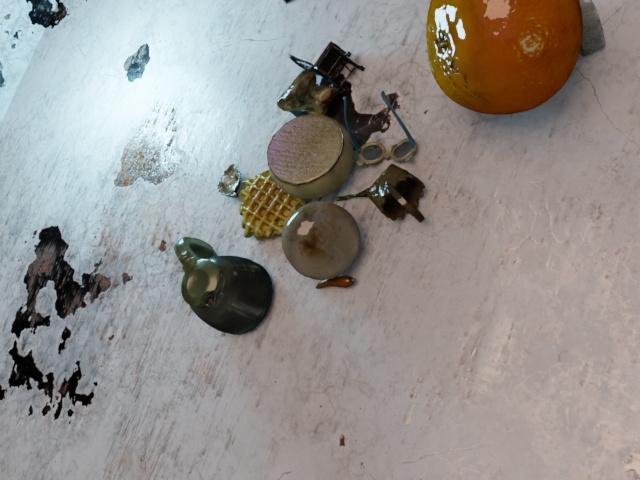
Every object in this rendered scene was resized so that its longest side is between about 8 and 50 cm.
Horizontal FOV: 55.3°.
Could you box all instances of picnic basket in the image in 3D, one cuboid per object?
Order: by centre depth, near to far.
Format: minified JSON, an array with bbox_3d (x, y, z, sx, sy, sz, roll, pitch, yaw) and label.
[{"bbox_3d":[0.226,-0.116,1.677,0.137,0.128,0.178,-49,38,11],"label":"picnic basket"}]

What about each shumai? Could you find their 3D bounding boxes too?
[{"bbox_3d":[-0.041,-0.460,1.961,0.153,0.209,0.161,33,86,-9],"label":"shumai"}]

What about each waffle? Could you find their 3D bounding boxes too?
[{"bbox_3d":[-0.154,-0.123,1.958,0.261,0.056,0.249,-19,65,23],"label":"waffle"}]

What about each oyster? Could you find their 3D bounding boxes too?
[{"bbox_3d":[-0.302,-0.190,2.071,0.103,0.051,0.148,-34,39,23],"label":"oyster"}]

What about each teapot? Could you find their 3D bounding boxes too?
[{"bbox_3d":[-0.303,0.111,1.855,0.240,0.239,0.321,-19,63,23],"label":"teapot"}]

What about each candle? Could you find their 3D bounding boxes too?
[{"bbox_3d":[0.667,-0.559,1.564,0.068,0.192,0.168,-25,106,21],"label":"candle"}]

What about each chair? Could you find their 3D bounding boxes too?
[{"bbox_3d":[0.014,-0.584,1.986,0.229,0.106,0.113,41,97,34],"label":"chair"}]

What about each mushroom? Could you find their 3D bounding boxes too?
[{"bbox_3d":[0.000,0.000,1.749,0.226,0.227,0.178,-61,15,0],"label":"mushroom"}]

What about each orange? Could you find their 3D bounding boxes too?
[{"bbox_3d":[0.435,-0.515,1.517,0.327,0.424,0.423,-16,61,-8],"label":"orange"}]

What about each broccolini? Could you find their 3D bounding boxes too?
[{"bbox_3d":[0.108,-0.140,1.824,0.140,0.030,0.035,-7,61,34],"label":"broccolini"}]

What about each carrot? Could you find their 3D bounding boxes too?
[{"bbox_3d":[0.044,0.122,1.766,0.142,0.035,0.035,-9,69,36],"label":"carrot"}]

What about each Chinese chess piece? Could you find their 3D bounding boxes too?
[{"bbox_3d":[-0.030,-0.258,1.864,0.270,0.112,0.269,-8,62,17],"label":"Chinese chess piece"}]

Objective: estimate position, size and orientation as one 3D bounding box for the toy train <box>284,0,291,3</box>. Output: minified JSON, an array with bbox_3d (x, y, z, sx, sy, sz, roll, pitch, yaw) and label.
[{"bbox_3d":[0.026,-0.970,2.130,0.407,0.086,0.088,-18,59,25],"label":"toy train"}]

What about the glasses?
[{"bbox_3d":[0.169,-0.334,1.763,0.190,0.220,0.088,-1,34,32],"label":"glasses"}]
